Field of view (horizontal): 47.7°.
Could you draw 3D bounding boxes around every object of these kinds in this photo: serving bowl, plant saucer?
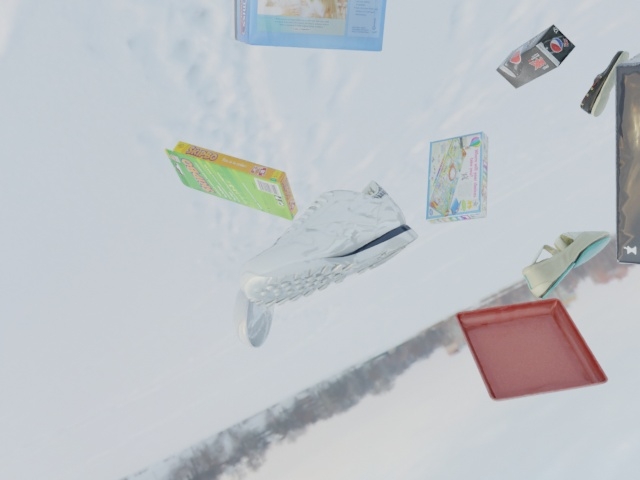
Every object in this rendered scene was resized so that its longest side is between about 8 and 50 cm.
[{"bbox_3d":[-0.079,0.079,0.821,0.027,0.083,0.083,5,178,16],"label":"serving bowl"},{"bbox_3d":[0.457,0.248,1.607,0.259,0.259,0.047,-8,129,-6],"label":"plant saucer"}]

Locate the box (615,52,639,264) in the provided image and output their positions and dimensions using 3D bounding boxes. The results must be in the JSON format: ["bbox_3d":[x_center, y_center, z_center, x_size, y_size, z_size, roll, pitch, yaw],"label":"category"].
[{"bbox_3d":[0.565,-0.141,1.080,0.183,0.296,0.294,5,-157,35],"label":"box"}]

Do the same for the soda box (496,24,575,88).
[{"bbox_3d":[0.388,-0.331,1.319,0.053,0.060,0.169,-49,-174,-8],"label":"soda box"}]

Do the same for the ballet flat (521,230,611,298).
[{"bbox_3d":[0.495,0.027,1.470,0.248,0.086,0.086,-31,173,-32],"label":"ballet flat"}]

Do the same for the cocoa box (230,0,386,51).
[{"bbox_3d":[-0.032,-0.598,1.792,0.348,0.231,0.228,-2,-159,-18],"label":"cocoa box"}]

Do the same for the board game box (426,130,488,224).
[{"bbox_3d":[0.240,-0.109,1.271,0.104,0.154,0.026,-7,157,34],"label":"board game box"}]

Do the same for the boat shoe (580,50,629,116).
[{"bbox_3d":[0.547,-0.306,1.396,0.049,0.042,0.133,-3,125,-42],"label":"boat shoe"}]

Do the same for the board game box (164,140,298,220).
[{"bbox_3d":[-0.173,-0.117,1.394,0.124,0.260,0.039,73,38,-56],"label":"board game box"}]

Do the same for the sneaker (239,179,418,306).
[{"bbox_3d":[0.000,0.000,0.793,0.235,0.094,0.090,-18,167,-41],"label":"sneaker"}]
